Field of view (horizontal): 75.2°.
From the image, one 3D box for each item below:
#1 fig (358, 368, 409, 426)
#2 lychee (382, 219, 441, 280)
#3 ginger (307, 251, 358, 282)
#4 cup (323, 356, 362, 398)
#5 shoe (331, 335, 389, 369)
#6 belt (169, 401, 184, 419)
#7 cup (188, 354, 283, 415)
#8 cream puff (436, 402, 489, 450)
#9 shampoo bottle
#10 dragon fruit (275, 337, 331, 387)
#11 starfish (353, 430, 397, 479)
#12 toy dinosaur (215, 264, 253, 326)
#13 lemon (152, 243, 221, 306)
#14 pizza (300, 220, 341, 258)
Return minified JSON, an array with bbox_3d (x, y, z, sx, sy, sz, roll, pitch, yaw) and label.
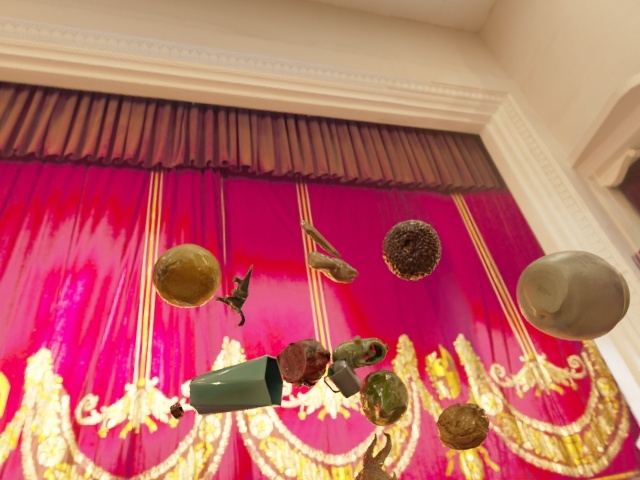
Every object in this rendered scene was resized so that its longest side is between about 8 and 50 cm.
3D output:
[{"bbox_3d":[0.253,0.701,1.792,0.233,0.233,0.314,-37,-5,33],"label":"fig"},{"bbox_3d":[0.384,0.050,1.732,0.271,0.271,0.271,-7,-35,-5],"label":"lychee"},{"bbox_3d":[0.026,0.072,1.118,0.133,0.059,0.214,23,-4,-4],"label":"ginger"},{"bbox_3d":[0.082,0.557,1.665,0.128,0.095,0.129,-33,-81,10],"label":"cup"},{"bbox_3d":[0.175,0.497,1.850,0.262,0.140,0.128,-9,-18,-20],"label":"shoe"},{"bbox_3d":[-0.533,0.635,1.544,0.036,0.059,0.083,-26,-16,-14],"label":"belt"},{"bbox_3d":[-0.235,0.403,1.142,0.235,0.148,0.134,-12,2,9],"label":"cup"},{"bbox_3d":[0.494,0.636,1.443,0.189,0.129,0.189,-21,4,1],"label":"cream puff"},{"bbox_3d":[0.893,0.196,1.491,0.317,0.322,0.322,0,-36,-22],"label":"shampoo bottle"},{"bbox_3d":[-0.092,0.542,1.815,0.282,0.211,0.147,-26,-20,29],"label":"dragon fruit"},{"bbox_3d":[0.178,0.876,1.569,0.060,0.299,0.302,41,-93,-9],"label":"starfish"},{"bbox_3d":[-0.301,0.226,1.662,0.248,0.075,0.188,-53,-44,-1],"label":"toy dinosaur"},{"bbox_3d":[-0.556,0.149,1.742,0.293,0.293,0.293,-7,-35,-5],"label":"lemon"},{"bbox_3d":[0.000,0.000,1.892,0.262,0.181,0.034,43,-85,-15],"label":"pizza"}]
